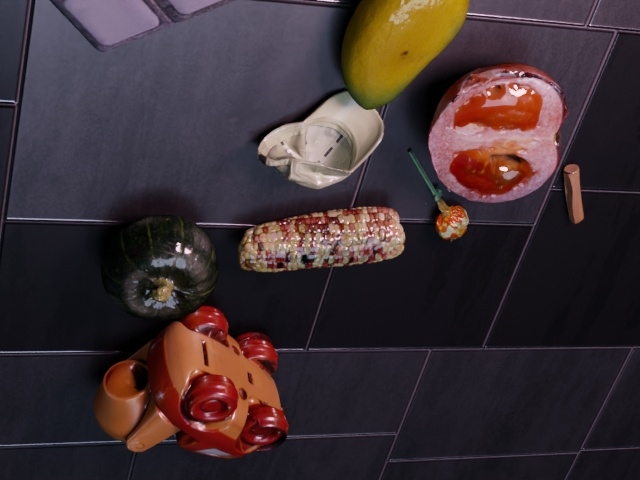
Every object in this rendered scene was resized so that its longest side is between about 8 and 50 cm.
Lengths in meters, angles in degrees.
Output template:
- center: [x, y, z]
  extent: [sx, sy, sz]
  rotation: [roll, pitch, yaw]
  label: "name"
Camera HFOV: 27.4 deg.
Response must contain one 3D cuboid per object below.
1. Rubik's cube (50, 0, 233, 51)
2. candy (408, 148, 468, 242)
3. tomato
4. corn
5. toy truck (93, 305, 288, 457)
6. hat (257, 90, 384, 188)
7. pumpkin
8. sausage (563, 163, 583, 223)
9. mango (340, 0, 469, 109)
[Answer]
- center: [-0.170, -0.422, 1.297]
  extent: [0.305, 0.301, 0.304]
  rotation: [-19, 142, 22]
  label: "Rubik's cube"
- center: [0.173, -0.070, 1.975]
  extent: [0.055, 0.049, 0.185]
  rotation: [-48, 129, -18]
  label: "candy"
- center: [0.240, -0.169, 1.862]
  extent: [0.199, 0.112, 0.228]
  rotation: [-2, 130, -9]
  label: "tomato"
- center: [0.000, 0.000, 1.934]
  extent: [0.253, 0.086, 0.086]
  rotation: [-8, 131, -12]
  label: "corn"
- center: [-0.198, 0.241, 2.003]
  extent: [0.239, 0.189, 0.265]
  rotation: [-34, 135, 24]
  label: "toy truck"
- center: [0.004, -0.140, 1.836]
  extent: [0.122, 0.081, 0.166]
  rotation: [44, 91, -1]
  label: "hat"
- center: [-0.226, 0.042, 1.856]
  extent: [0.167, 0.125, 0.167]
  rotation: [-14, 150, -8]
  label: "pumpkin"
- center: [0.399, -0.071, 2.062]
  extent: [0.026, 0.026, 0.116]
  rotation: [-21, 133, -3]
  label: "sausage"
- center: [0.102, -0.277, 1.732]
  extent: [0.137, 0.091, 0.237]
  rotation: [27, 116, -32]
  label: "mango"
